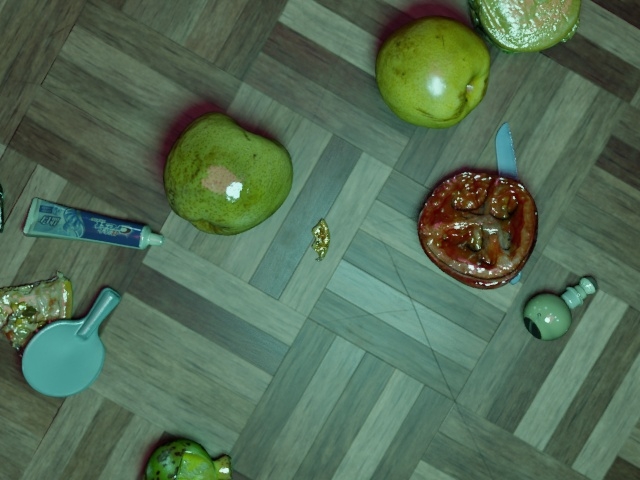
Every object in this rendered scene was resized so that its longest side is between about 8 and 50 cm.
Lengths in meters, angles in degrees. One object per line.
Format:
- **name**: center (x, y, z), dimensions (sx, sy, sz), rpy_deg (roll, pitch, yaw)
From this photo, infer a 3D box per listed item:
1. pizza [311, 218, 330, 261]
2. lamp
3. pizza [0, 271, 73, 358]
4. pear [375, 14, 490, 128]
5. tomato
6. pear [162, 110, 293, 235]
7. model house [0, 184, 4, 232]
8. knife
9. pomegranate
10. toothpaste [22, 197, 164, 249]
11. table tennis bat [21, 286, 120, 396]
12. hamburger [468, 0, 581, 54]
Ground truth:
- **pizza**: center (0.000, 0.000, 1.706), dimensions (0.037, 0.016, 0.083), rpy_deg (5, 95, 6)
- **lamp**: center (0.464, 0.122, 1.690), dimensions (0.163, 0.091, 0.091), rpy_deg (-35, 93, -15)
- **pizza**: center (-0.578, 0.137, 1.694), dimensions (0.195, 0.052, 0.185), rpy_deg (15, 91, -3)
- **pear**: center (0.198, -0.306, 1.600), dimensions (0.208, 0.209, 0.209), rpy_deg (0, 93, 0)
- **tomato**: center (0.302, -0.014, 1.662), dimensions (0.227, 0.101, 0.228), rpy_deg (-3, 74, 10)
- **pear**: center (-0.172, -0.111, 1.612), dimensions (0.228, 0.188, 0.211), rpy_deg (26, 90, -4)
- **model house**: center (-0.664, -0.080, 1.634), dimensions (0.165, 0.152, 0.106), rpy_deg (39, 99, -1)
- **knife**: center (0.366, -0.071, 1.705), dimensions (0.044, 0.019, 0.313), rpy_deg (-7, 93, -8)
- **pomegranate**: center (-0.260, 0.437, 1.685), dimensions (0.169, 0.122, 0.143), rpy_deg (-24, 127, -32)
- **toothpaste**: center (-0.431, -0.023, 1.691), dimensions (0.268, 0.047, 0.069), rpy_deg (10, 106, 3)
- **table tennis bat**: center (-0.467, 0.192, 1.692), dimensions (0.149, 0.038, 0.237), rpy_deg (37, 86, -25)
- **hamburger**: center (0.375, -0.439, 1.632), dimensions (0.189, 0.122, 0.215), rpy_deg (-40, 97, 8)
